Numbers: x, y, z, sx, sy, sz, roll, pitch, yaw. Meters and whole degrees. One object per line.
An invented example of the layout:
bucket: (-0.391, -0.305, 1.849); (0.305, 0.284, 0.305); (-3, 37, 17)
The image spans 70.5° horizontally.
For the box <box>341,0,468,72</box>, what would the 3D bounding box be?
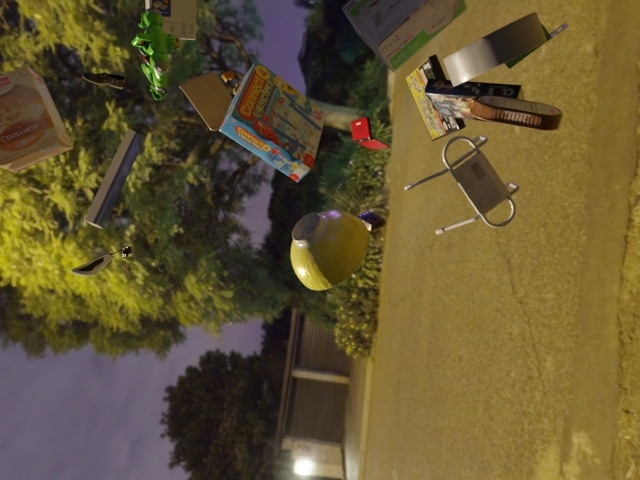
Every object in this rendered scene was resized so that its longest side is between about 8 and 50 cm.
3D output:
box: (0.232, -0.657, 1.279); (0.127, 0.262, 0.231); (33, -158, -54)

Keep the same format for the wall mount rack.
wall mount rack: (0.475, -0.172, 1.520); (0.350, 0.304, 0.130); (51, -169, -14)

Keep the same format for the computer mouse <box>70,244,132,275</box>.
computer mouse: (-0.698, 0.072, 1.456); (0.106, 0.193, 0.042); (-12, 105, 55)

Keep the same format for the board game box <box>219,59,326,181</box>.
board game box: (-0.143, -0.396, 1.496); (0.086, 0.302, 0.308); (-34, 34, 43)

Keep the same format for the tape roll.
tape roll: (0.405, -0.445, 1.065); (0.219, 0.219, 0.072); (-82, -33, -77)

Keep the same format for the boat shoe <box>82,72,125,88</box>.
boat shoe: (-0.732, -0.551, 1.535); (0.049, 0.133, 0.042); (55, 127, 30)

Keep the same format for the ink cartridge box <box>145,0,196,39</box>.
ink cartridge box: (-0.513, -0.874, 1.554); (0.065, 0.165, 0.333); (47, 136, 43)

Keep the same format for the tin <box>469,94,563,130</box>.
tin: (0.427, -0.281, 0.990); (0.106, 0.189, 0.040); (-58, -22, -50)

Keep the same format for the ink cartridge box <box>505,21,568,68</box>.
ink cartridge box: (0.726, -0.689, 1.554); (0.209, 0.062, 0.109); (-34, 12, 34)

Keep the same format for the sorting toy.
sorting toy: (-0.440, -0.618, 1.957); (0.041, 0.229, 0.307); (-25, 18, 43)

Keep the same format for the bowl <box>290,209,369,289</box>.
bowl: (0.000, 0.000, 1.476); (0.156, 0.289, 0.289); (45, -144, -35)

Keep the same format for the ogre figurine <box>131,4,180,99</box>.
ogre figurine: (-0.373, -0.431, 1.021); (0.118, 0.097, 0.197); (-2, 76, 65)

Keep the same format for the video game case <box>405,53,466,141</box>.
video game case: (0.425, -0.522, 1.695); (0.275, 0.035, 0.248); (65, 173, -6)

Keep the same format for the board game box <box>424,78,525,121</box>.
board game box: (0.424, -0.375, 1.230); (0.165, 0.243, 0.042); (19, -91, -58)

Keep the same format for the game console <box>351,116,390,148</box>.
game console: (0.189, -0.407, 1.729); (0.144, 0.085, 0.124); (-163, 61, -67)

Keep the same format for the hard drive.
hard drive: (-0.685, -0.197, 1.509); (0.210, 0.040, 0.319); (-7, 61, 70)

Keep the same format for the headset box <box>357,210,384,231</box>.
headset box: (0.181, -0.067, 1.606); (0.083, 0.062, 0.032); (36, 138, 42)

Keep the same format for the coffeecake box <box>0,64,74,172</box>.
coffeecake box: (-0.665, -0.268, 1.006); (0.185, 0.142, 0.068); (64, 174, 3)
